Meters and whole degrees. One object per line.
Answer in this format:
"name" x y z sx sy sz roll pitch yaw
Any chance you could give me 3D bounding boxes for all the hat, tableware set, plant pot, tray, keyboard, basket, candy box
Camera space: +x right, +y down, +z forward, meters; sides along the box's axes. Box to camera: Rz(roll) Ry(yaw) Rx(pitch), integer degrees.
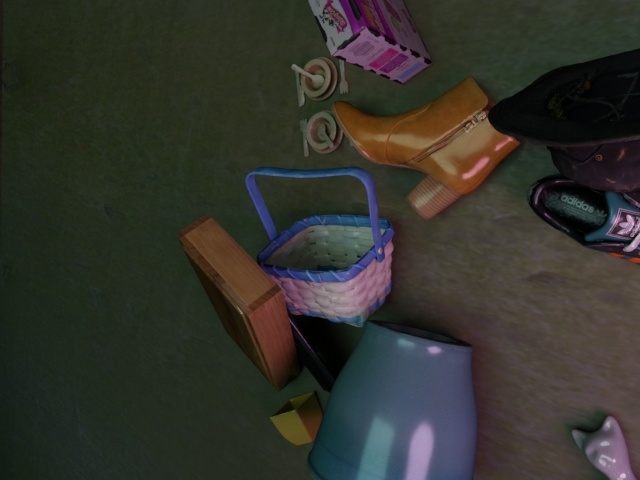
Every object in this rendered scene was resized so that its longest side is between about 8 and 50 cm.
"hat" 0.388 -0.138 0.606 0.332 0.331 0.133 0 121 36
"tableware set" -0.004 -0.273 0.991 0.128 0.039 0.193 -6 91 37
"plant pot" 0.136 0.274 0.820 0.272 0.272 0.254 10 87 35
"plant pot" -0.042 0.391 1.065 0.082 0.081 0.083 -29 88 35
"tray" -0.143 0.144 0.960 0.203 0.076 0.410 42 157 25
"keyboard" -0.066 0.180 1.002 0.317 0.033 0.201 55 160 -6
"basket" 0.000 0.000 0.896 0.255 0.201 0.288 8 131 35
"candy box" 0.078 -0.358 0.802 0.071 0.234 0.159 -29 77 35

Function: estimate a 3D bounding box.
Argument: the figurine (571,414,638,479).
"figurine" 0.485 0.331 0.675 0.215 0.092 0.209 -36 66 34

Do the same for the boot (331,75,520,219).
"boot" 0.173 -0.202 0.842 0.211 0.104 0.295 -47 73 24

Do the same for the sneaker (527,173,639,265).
"sneaker" 0.423 -0.012 0.653 0.302 0.121 0.108 24 108 32
